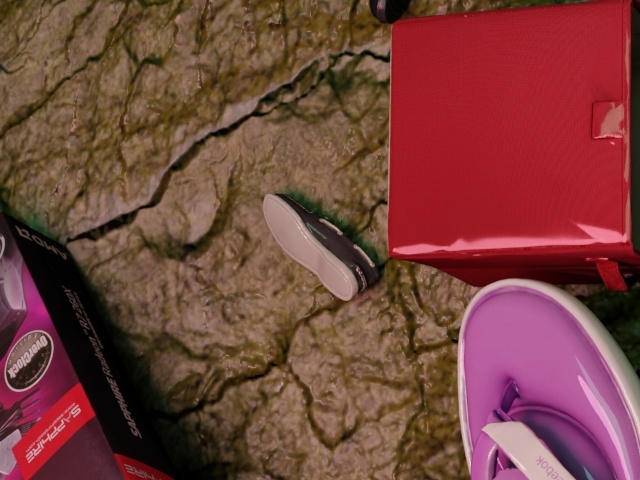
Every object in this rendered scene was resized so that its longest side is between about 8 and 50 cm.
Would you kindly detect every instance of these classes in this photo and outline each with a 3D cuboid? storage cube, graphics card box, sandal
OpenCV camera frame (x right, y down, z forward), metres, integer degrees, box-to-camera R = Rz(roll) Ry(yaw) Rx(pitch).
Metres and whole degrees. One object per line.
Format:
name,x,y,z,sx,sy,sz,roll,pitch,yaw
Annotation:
storage cube,0.174,-0.066,1.492,0.193,0.184,0.215,-2,81,26
graphics card box,-0.264,0.174,1.647,0.233,0.094,0.371,-46,42,13
sandal,0.170,0.225,1.381,0.169,0.102,0.416,-22,74,40

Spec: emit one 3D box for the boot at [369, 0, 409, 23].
boot,0.034,-0.248,1.667,0.099,0.045,0.121,11,80,24

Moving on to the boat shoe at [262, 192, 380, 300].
boat shoe,0.000,0.000,1.647,0.125,0.038,0.046,42,142,30
